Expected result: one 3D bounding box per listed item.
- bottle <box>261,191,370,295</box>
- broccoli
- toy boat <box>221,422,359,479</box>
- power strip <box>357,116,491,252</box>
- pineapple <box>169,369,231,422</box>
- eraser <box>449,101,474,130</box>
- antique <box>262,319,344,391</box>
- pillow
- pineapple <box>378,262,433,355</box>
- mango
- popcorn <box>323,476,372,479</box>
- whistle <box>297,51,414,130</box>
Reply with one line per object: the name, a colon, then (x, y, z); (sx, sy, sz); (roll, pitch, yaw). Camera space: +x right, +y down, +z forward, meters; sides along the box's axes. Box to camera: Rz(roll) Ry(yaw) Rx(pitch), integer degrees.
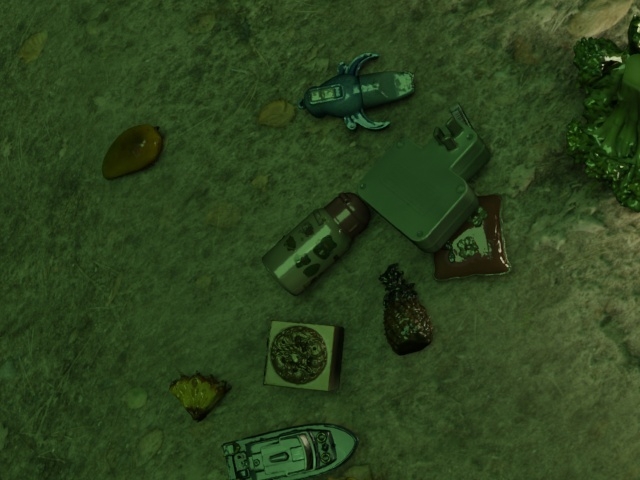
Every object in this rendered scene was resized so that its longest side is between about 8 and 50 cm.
bottle: (0.000, 0.000, 1.931); (0.253, 0.120, 0.120); (-41, 76, 3)
broccoli: (0.633, -0.258, 1.761); (0.277, 0.317, 0.338); (10, 45, 26)
toy boat: (-0.062, 0.455, 1.876); (0.296, 0.122, 0.114); (-15, 79, 10)
power strip: (0.227, -0.139, 1.858); (0.261, 0.141, 0.229); (-47, 52, 1)
pineapple: (-0.273, 0.349, 1.975); (0.137, 0.069, 0.116); (2, 88, 22)
eraser: (0.315, -0.261, 1.949); (0.027, 0.019, 0.099); (-32, 76, 20)
antique: (-0.038, 0.246, 1.889); (0.152, 0.148, 0.146); (4, 85, 10)
pillow: (0.313, -0.007, 1.884); (0.172, 0.075, 0.179); (-8, 81, 14)
pineapple: (0.172, 0.143, 1.890); (0.108, 0.108, 0.197); (-20, 66, 9)
mango: (-0.449, -0.210, 2.091); (0.188, 0.066, 0.101); (-32, 76, 15)
popcorn: (0.055, 0.584, 1.807); (0.218, 0.169, 0.189); (1, 83, 17)
whistle: (0.079, -0.330, 1.983); (0.269, 0.093, 0.180); (-8, 81, 5)
